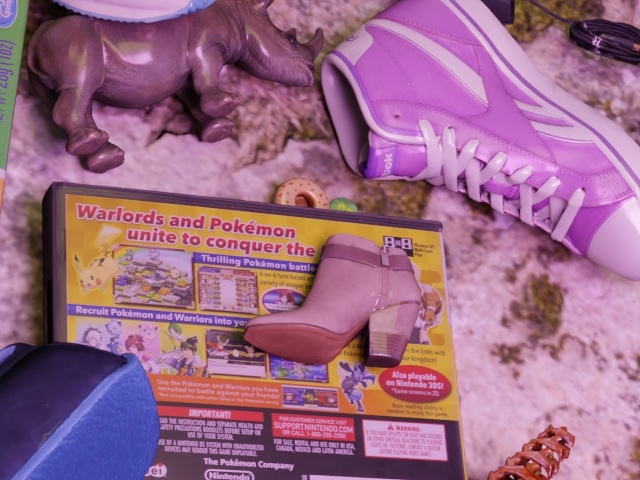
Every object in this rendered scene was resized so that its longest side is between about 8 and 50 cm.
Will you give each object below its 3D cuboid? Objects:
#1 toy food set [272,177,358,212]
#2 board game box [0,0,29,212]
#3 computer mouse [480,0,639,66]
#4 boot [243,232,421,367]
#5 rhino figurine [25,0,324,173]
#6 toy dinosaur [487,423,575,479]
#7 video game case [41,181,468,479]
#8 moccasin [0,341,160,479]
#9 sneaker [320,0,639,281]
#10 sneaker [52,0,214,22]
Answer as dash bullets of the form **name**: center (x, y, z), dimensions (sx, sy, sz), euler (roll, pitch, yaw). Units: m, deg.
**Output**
- **toy food set**: center (0.000, 0.000, 1.331), dimensions (0.083, 0.020, 0.083), euler (24, 52, -9)
- **board game box**: center (-0.351, -0.097, 1.203), dimensions (0.316, 0.064, 0.242), euler (13, 55, -17)
- **computer mouse**: center (0.157, -0.176, 1.510), dimensions (0.242, 0.041, 0.071), euler (19, 30, -19)
- **boot**: center (0.008, 0.035, 1.238), dimensions (0.118, 0.042, 0.087), euler (13, 55, -19)
- **rhino figurine**: center (-0.093, -0.124, 1.335), dimensions (0.243, 0.073, 0.106), euler (-17, 71, -34)
- **toy dinosaur**: center (0.095, 0.255, 1.132), dimensions (0.218, 0.164, 0.322), euler (21, 82, 5)
- **video game case**: center (-0.039, 0.092, 1.231), dimensions (0.275, 0.035, 0.248), euler (6, 64, -21)
- **moccasin**: center (-0.224, 0.180, 1.048), dimensions (0.117, 0.137, 0.342), euler (16, 38, 31)
- **sneaker**: center (0.114, -0.050, 1.375), dimensions (0.161, 0.102, 0.282), euler (-32, 66, -33)
- **sneaker**: center (-0.163, -0.220, 1.305), dimensions (0.229, 0.092, 0.087), euler (31, 36, 23)
